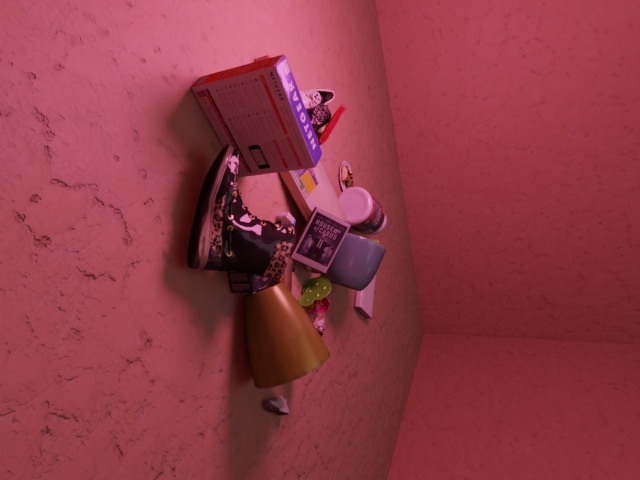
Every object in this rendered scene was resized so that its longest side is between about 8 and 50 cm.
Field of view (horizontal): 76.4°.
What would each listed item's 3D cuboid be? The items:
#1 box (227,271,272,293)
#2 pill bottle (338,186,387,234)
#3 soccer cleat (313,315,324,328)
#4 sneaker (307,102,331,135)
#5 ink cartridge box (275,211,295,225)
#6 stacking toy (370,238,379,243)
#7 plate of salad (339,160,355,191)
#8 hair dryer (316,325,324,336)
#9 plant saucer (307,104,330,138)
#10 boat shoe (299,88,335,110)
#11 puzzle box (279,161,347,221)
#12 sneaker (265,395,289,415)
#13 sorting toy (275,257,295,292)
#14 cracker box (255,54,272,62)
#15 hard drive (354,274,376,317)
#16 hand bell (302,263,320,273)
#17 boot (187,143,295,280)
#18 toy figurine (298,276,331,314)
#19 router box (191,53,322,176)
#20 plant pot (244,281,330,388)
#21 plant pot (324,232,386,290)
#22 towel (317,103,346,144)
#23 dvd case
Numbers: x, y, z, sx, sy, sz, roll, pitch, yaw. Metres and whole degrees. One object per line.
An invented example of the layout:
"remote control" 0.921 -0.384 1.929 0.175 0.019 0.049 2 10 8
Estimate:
"box" -0.234 0.080 1.374 0.156 0.093 0.159 -30 116 -63
"pill bottle" 0.243 -0.152 2.286 0.363 0.210 0.211 24 66 -62
"soccer cleat" -0.027 0.401 1.821 0.196 0.068 0.076 -20 109 -67
"sneaker" -0.068 -0.475 1.771 0.109 0.130 0.286 51 62 -19
"ink cartridge box" -0.141 -0.090 1.644 0.083 0.048 0.028 50 44 -53
"stacking toy" 0.210 0.083 2.187 0.052 0.221 0.167 54 37 -45
"plate of salad" 0.158 -0.355 2.316 0.199 0.048 0.200 -4 90 -65
"hair dryer" -0.074 0.397 1.602 0.080 0.223 0.294 -20 129 -44
"plant saucer" -0.013 -0.603 1.977 0.188 0.045 0.189 -3 90 -65
"boat shoe" -0.037 -0.628 1.814 0.267 0.088 0.096 -24 105 -45
"puzzle box" -0.022 -0.202 1.808 0.409 0.052 0.272 62 33 -20
"sneaker" -0.166 0.614 1.527 0.152 0.053 0.061 56 24 -52
"sorting toy" -0.146 0.129 1.565 0.274 0.046 0.133 57 33 -77
"cracker box" -0.184 -0.569 1.581 0.155 0.067 0.233 6 82 -64
"hard drive" 0.285 0.280 2.523 0.233 0.047 0.354 49 44 -53
"hand bell" -0.011 0.022 1.887 0.242 0.126 0.126 -85 157 -47
"boot" -0.219 -0.070 1.223 0.284 0.138 0.378 18 72 -28
"toy figurine" -0.016 0.278 1.827 0.173 0.130 0.159 -46 141 -30
"router box" -0.190 -0.368 1.273 0.082 0.300 0.336 -68 146 -41
"plant pot" -0.147 0.304 1.392 0.274 0.274 0.294 -20 88 -64
"plant pot" 0.149 0.111 1.989 0.293 0.292 0.235 33 73 -60
"towel" 0.032 -0.492 1.817 0.199 0.031 0.275 -57 -171 -1
"dvd case" 0.000 0.000 1.724 0.179 0.029 0.239 26 95 -22
